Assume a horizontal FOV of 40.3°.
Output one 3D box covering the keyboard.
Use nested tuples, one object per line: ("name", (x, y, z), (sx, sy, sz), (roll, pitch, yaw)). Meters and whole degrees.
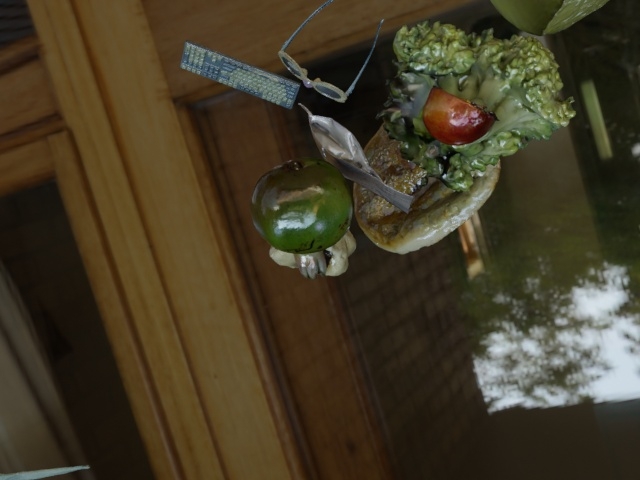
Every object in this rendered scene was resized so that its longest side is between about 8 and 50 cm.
("keyboard", (-0.118, -0.242, 1.278), (0.176, 0.014, 0.055), (20, 145, -5))

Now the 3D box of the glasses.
("glasses", (0.025, -0.438, 1.959), (0.220, 0.190, 0.088), (-56, 179, 17))

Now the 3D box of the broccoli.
("broccoli", (0.267, -0.221, 1.545), (0.348, 0.293, 0.281), (14, -158, 17))

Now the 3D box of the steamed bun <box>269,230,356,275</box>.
("steamed bun", (0.000, 0.000, 1.815), (0.141, 0.155, 0.172), (-40, -160, 38))

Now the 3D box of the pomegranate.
("pomegranate", (-0.025, -0.035, 1.466), (0.180, 0.209, 0.180), (-11, -157, 5))

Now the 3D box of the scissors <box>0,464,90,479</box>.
("scissors", (-0.430, 0.317, 1.149), (0.248, 0.017, 0.144), (18, 118, -43))

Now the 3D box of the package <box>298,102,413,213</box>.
("package", (0.059, -0.136, 1.551), (0.062, 0.251, 0.204), (-47, 173, 2))

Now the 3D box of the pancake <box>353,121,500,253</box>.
("pancake", (0.213, -0.150, 1.867), (0.387, 0.386, 0.082), (-11, 154, 43))

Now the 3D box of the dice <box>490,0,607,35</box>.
("dice", (0.356, -0.453, 1.241), (0.238, 0.226, 0.233), (-29, 173, -13))

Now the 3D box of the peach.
("peach", (0.167, -0.145, 1.064), (0.098, 0.061, 0.098), (28, -174, -3))
